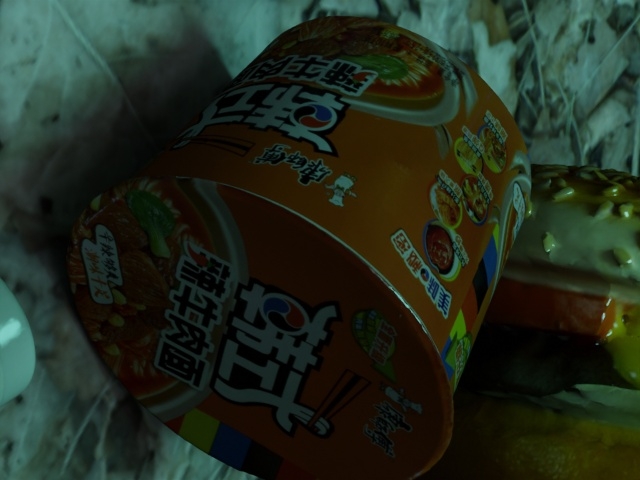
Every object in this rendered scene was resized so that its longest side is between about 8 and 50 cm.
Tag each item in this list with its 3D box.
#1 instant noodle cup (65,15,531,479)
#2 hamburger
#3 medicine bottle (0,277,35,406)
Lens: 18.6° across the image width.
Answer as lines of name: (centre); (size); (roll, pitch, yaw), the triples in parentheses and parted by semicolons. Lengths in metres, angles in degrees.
instant noodle cup: (0.000, 0.000, 1.166); (0.192, 0.250, 0.250); (-56, 135, -39)
hamburger: (0.220, 0.083, 1.357); (0.330, 0.330, 0.250); (9, 91, -49)
medicine bottle: (-0.264, 0.096, 0.975); (0.260, 0.095, 0.095); (-32, 121, -42)
